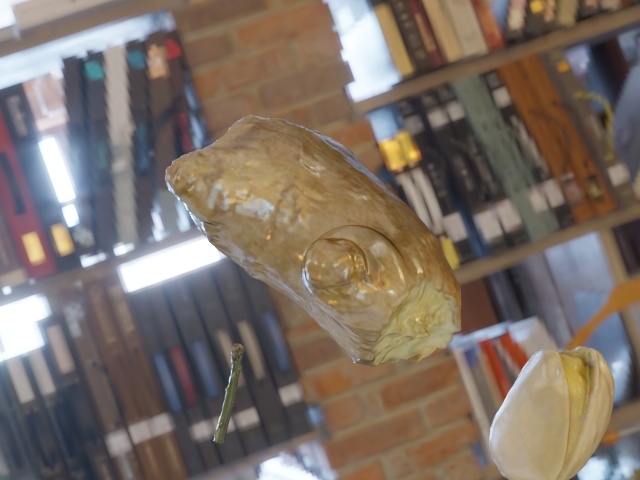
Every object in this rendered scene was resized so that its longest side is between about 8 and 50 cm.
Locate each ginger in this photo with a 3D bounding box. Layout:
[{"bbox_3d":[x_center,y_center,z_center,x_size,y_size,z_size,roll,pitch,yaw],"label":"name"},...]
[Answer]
[{"bbox_3d":[0.000,0.000,1.127,0.130,0.276,0.221,-59,6,17],"label":"ginger"}]

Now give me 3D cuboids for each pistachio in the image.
[{"bbox_3d":[0.264,0.201,1.529,0.117,0.145,0.200,7,-40,-18],"label":"pistachio"}]

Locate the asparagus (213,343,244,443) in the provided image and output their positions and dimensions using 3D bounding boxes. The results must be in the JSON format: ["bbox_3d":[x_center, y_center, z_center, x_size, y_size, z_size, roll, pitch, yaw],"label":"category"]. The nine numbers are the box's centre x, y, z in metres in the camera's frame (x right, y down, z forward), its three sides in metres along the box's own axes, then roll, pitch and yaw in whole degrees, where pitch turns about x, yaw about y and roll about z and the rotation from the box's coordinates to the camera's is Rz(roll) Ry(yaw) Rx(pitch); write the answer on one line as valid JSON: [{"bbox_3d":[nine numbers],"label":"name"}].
[{"bbox_3d":[-0.105,0.178,1.599,0.015,0.127,0.018,26,21,39],"label":"asparagus"}]
